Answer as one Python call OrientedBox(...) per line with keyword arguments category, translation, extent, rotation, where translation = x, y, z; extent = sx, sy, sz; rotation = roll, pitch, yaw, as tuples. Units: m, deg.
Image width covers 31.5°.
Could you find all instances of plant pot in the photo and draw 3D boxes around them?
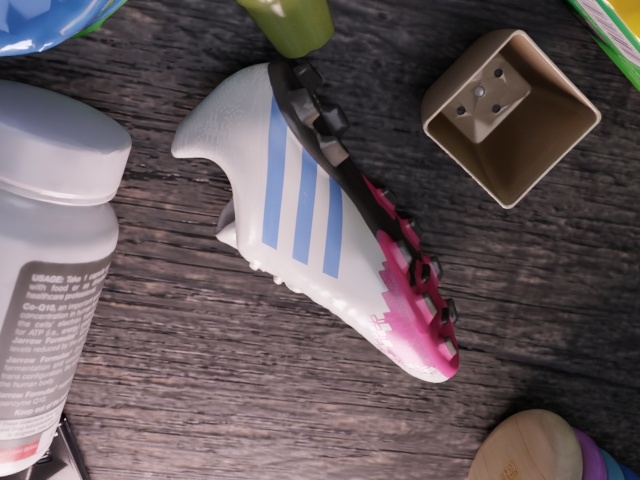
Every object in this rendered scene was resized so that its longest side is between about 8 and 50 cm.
OrientedBox(category="plant pot", translation=(0.147, -0.113, 0.950), extent=(0.109, 0.096, 0.109), rotation=(41, 101, -22))
OrientedBox(category="plant pot", translation=(-0.026, -0.190, 0.902), extent=(0.083, 0.083, 0.079), rotation=(-29, 126, 2))

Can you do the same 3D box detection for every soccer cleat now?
OrientedBox(category="soccer cleat", translation=(0.000, 0.000, 0.975), extent=(0.143, 0.116, 0.331), rotation=(-25, 113, 18))

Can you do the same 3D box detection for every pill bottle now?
OrientedBox(category="pill bottle", translation=(-0.254, 0.028, 0.900), extent=(0.161, 0.161, 0.283), rotation=(16, 108, -16))

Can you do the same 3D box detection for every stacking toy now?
OrientedBox(category="stacking toy", translation=(0.309, 0.292, 1.134), extent=(0.330, 0.141, 0.141), rotation=(29, 105, -24))

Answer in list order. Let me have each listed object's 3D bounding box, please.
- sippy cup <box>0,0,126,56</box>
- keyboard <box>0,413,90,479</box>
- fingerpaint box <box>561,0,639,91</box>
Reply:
OrientedBox(category="sippy cup", translation=(-0.214, -0.228, 0.767), extent=(0.305, 0.224, 0.240), rotation=(-30, 115, 2))
OrientedBox(category="keyboard", translation=(-0.380, 0.216, 1.027), extent=(0.317, 0.033, 0.202), rotation=(-16, 121, -5))
OrientedBox(category="fingerpaint box", translation=(0.434, -0.214, 0.909), extent=(0.371, 0.163, 0.445), rotation=(-46, 119, 10))
